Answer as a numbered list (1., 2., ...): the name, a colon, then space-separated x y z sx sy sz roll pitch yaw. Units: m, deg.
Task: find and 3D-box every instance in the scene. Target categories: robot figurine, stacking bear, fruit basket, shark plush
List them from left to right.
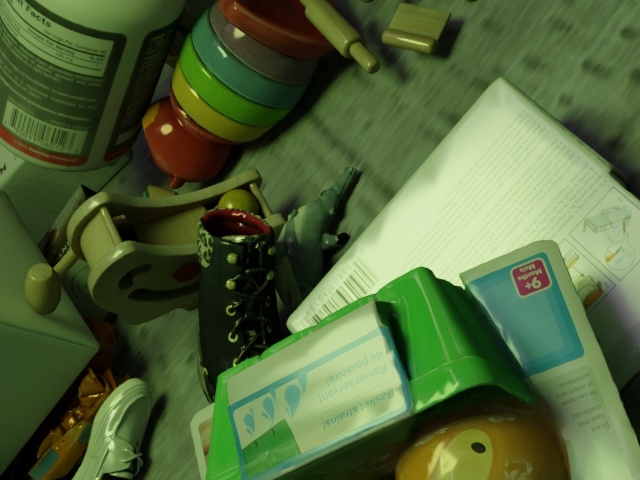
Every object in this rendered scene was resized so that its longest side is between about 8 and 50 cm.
1. robot figurine: -0.337 0.239 1.170 0.291 0.085 0.211 -50 39 11
2. stacking bear: -0.115 -0.186 1.164 0.289 0.164 0.175 -48 30 34
3. shark plush: 0.000 0.000 0.991 0.067 0.073 0.161 15 56 33
4. fruit basket: 0.055 0.205 0.612 0.327 0.165 0.353 -30 49 24

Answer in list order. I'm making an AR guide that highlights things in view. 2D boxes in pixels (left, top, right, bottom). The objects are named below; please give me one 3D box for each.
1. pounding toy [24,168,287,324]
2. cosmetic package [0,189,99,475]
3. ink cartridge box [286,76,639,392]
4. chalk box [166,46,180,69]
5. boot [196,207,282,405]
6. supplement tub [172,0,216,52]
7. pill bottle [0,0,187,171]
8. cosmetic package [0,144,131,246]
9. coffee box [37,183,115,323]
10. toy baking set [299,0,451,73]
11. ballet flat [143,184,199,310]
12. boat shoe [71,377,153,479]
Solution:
1. pounding toy: -0.186 -0.018 1.008 0.270 0.154 0.154 -22 63 -16
2. cosmetic package: -0.536 0.130 1.083 0.393 0.327 0.329 -51 51 10
3. ink cartridge box: 0.136 0.049 0.754 0.275 0.060 0.239 -49 60 13
4. chalk box: -0.178 -0.373 1.411 0.213 0.132 0.132 -31 42 33
5. boot: -0.063 0.087 0.875 0.236 0.085 0.178 -134 41 -59
6. supplement tub: -0.113 -0.324 1.276 0.199 0.144 0.144 -51 35 10
7. pill bottle: -0.276 -0.270 1.150 0.363 0.210 0.210 123 154 -44
8. cosmetic package: -0.495 -0.110 1.545 0.385 0.156 0.217 -41 54 23
9. coffee box: -0.339 0.067 1.296 0.246 0.098 0.141 -53 34 9
10. toy baking set: 0.071 -0.287 1.056 0.197 0.030 0.256 -39 55 -6
11. ballet flat: -0.158 -0.002 1.165 0.073 0.080 0.232 -25 41 -1
12. boat shoe: -0.225 0.242 1.053 0.063 0.066 0.184 22 79 41
